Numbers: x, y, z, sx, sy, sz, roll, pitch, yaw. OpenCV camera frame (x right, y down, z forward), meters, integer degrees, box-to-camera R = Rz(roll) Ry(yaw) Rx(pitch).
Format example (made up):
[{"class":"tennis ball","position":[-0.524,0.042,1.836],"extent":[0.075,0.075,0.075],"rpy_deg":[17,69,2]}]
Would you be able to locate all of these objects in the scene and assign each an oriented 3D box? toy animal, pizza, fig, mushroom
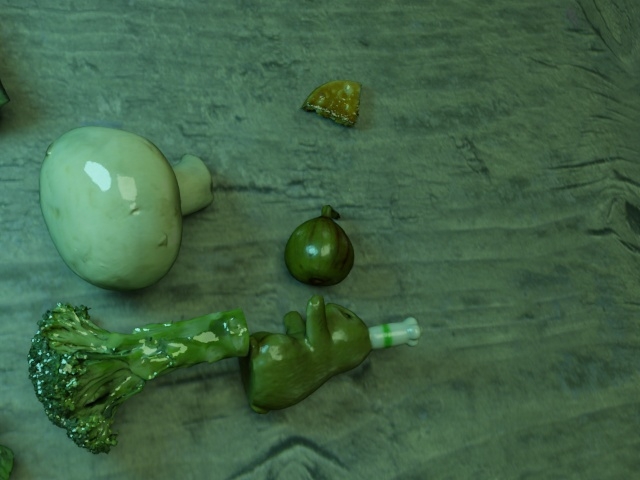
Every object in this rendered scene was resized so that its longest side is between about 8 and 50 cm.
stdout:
[{"class":"toy animal","position":[0.004,0.195,1.195],"extent":[0.363,0.181,0.180],"rpy_deg":[-23,88,-23]},{"class":"pizza","position":[0.045,-0.330,1.466],"extent":[0.131,0.041,0.178],"rpy_deg":[47,63,5]},{"class":"fig","position":[0.009,0.005,1.277],"extent":[0.148,0.142,0.186],"rpy_deg":[21,77,-40]},{"class":"mushroom","position":[-0.339,-0.079,1.137],"extent":[0.336,0.314,0.314],"rpy_deg":[-29,82,-46]}]

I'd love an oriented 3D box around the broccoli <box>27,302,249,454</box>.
[{"class":"broccoli","position":[-0.303,0.215,1.029],"extent":[0.362,0.221,0.252],"rpy_deg":[-2,34,4]}]

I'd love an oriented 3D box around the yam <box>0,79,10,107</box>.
[{"class":"yam","position":[-0.715,-0.340,1.124],"extent":[0.202,0.201,0.271],"rpy_deg":[-32,75,2]}]

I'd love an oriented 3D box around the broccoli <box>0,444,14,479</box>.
[{"class":"broccoli","position":[-0.609,0.323,0.916],"extent":[0.270,0.270,0.269],"rpy_deg":[33,59,-42]}]
